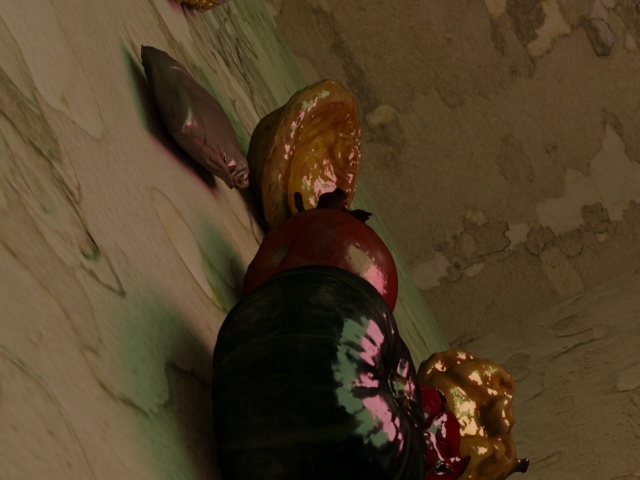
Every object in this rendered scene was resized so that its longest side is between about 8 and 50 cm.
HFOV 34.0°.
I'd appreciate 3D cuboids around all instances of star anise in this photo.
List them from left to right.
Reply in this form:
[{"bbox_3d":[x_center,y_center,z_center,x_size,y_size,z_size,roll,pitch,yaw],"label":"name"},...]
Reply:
[{"bbox_3d":[0.006,0.002,1.755,0.111,0.212,0.196,37,16,34],"label":"star anise"}]

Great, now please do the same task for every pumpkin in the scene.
[{"bbox_3d":[-0.005,0.176,1.077,0.300,0.207,0.300,-12,90,-79],"label":"pumpkin"}]

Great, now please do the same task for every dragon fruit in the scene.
[{"bbox_3d":[0.104,0.278,1.487,0.274,0.192,0.193,-107,-174,-46],"label":"dragon fruit"}]

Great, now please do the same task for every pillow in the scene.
[{"bbox_3d":[-0.174,-0.170,1.474,0.173,0.067,0.270,63,6,23],"label":"pillow"}]

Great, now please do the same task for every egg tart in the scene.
[{"bbox_3d":[-0.041,-0.138,1.827,0.319,0.128,0.319,-40,139,-47],"label":"egg tart"}]

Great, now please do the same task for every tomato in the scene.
[{"bbox_3d":[0.005,0.064,1.415,0.184,0.208,0.208,38,21,-28],"label":"tomato"}]

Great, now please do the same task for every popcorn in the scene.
[{"bbox_3d":[0.214,0.341,1.732,0.316,0.280,0.297,-78,-174,-45],"label":"popcorn"}]

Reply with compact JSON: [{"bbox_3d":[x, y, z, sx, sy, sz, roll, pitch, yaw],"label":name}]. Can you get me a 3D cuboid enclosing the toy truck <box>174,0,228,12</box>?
[{"bbox_3d":[-0.231,-0.484,1.938,0.227,0.098,0.114,-33,102,-79],"label":"toy truck"}]
